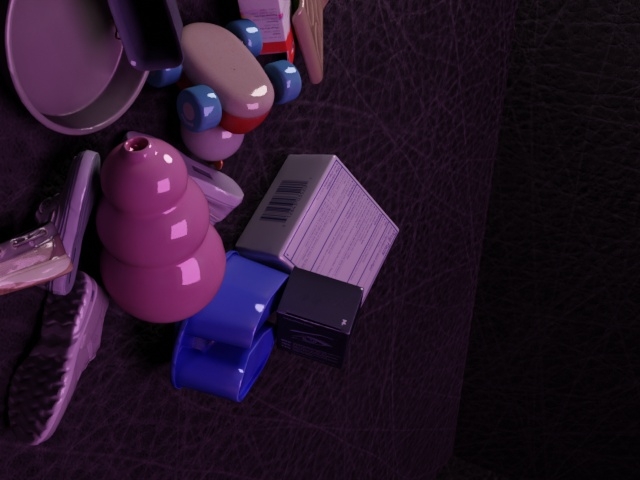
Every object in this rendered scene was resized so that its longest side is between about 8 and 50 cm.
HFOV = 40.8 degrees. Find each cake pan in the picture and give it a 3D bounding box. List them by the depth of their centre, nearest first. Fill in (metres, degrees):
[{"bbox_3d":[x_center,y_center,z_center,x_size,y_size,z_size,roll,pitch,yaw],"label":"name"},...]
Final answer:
[{"bbox_3d":[-0.351,-0.300,1.238,0.293,0.054,0.293,-40,139,-47],"label":"cake pan"}]

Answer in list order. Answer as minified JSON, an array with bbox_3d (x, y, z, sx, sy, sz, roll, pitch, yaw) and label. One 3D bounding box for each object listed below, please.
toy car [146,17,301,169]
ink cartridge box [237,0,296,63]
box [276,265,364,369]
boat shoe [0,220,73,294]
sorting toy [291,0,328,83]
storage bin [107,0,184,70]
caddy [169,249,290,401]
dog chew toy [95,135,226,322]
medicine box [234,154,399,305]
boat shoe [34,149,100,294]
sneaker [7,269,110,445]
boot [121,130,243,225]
[{"bbox_3d":[-0.194,-0.230,1.494,0.219,0.210,0.238,-27,159,-39],"label":"toy car"},{"bbox_3d":[-0.099,-0.431,1.560,0.134,0.078,0.231,-84,168,-48],"label":"ink cartridge box"},{"bbox_3d":[-0.003,0.161,1.754,0.207,0.153,0.108,98,11,-61],"label":"box"},{"bbox_3d":[-0.475,0.039,1.164,0.285,0.103,0.092,-17,91,-42],"label":"boat shoe"},{"bbox_3d":[-0.033,-0.482,1.665,0.307,0.041,0.229,70,22,-60],"label":"sorting toy"},{"bbox_3d":[-0.252,-0.330,1.262,0.091,0.098,0.135,-86,168,-46],"label":"storage bin"},{"bbox_3d":[-0.188,0.160,1.669,0.341,0.179,0.241,-52,160,-70],"label":"caddy"},{"bbox_3d":[-0.261,-0.023,1.368,0.206,0.207,0.331,-50,152,-38],"label":"dog chew toy"},{"bbox_3d":[0.000,0.000,1.886,0.289,0.149,0.263,46,63,-39],"label":"medicine box"},{"bbox_3d":[-0.392,-0.031,1.290,0.083,0.076,0.226,-93,-162,-86],"label":"boat shoe"},{"bbox_3d":[-0.400,0.193,1.377,0.115,0.105,0.281,35,73,-62],"label":"sneaker"},{"bbox_3d":[-0.261,-0.086,1.494,0.258,0.095,0.123,28,114,-41],"label":"boot"}]
